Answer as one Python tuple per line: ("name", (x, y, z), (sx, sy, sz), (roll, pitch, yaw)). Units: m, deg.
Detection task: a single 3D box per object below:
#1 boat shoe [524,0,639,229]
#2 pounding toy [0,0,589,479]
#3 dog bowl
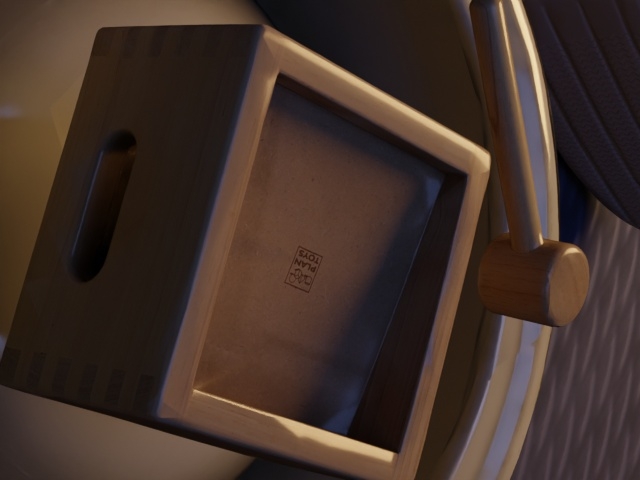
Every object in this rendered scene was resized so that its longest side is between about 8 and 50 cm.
("boat shoe", (0.183, -0.155, 0.976), (0.119, 0.121, 0.335), (-51, 128, -34))
("pounding toy", (0.006, -0.007, 0.605), (0.206, 0.094, 0.181), (24, 77, -45))
("dog bowl", (-0.075, 0.002, 0.697), (0.408, 0.150, 0.407), (-6, 98, -47))
